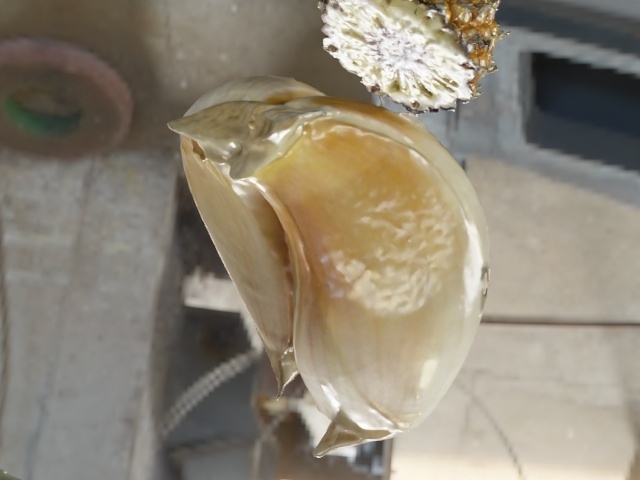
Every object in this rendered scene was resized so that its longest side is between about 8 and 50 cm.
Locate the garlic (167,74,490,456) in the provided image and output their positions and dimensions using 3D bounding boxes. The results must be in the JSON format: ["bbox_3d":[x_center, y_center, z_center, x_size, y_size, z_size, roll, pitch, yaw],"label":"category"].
[{"bbox_3d":[0.000,0.000,1.510,0.286,0.249,0.313,-8,121,31],"label":"garlic"}]

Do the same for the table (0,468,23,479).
[{"bbox_3d":[-0.184,0.280,1.422,0.220,0.126,0.126,23,145,-5],"label":"table"}]

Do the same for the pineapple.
[{"bbox_3d":[0.100,-0.220,1.668,0.176,0.137,0.161,17,146,20],"label":"pineapple"}]
